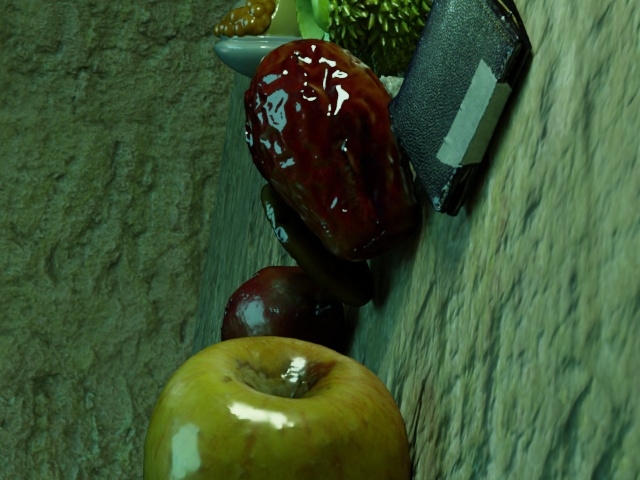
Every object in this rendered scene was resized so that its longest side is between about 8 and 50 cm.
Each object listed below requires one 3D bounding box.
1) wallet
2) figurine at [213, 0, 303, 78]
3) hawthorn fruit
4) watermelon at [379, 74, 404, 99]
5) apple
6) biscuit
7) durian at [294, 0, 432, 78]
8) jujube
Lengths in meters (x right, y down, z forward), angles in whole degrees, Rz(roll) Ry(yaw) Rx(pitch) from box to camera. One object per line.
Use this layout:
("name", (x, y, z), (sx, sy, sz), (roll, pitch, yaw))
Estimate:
("wallet", (0.156, -0.180, 1.487), (0.262, 0.071, 0.221), (-100, 29, -57))
("figurine", (-0.053, -0.493, 2.720), (0.382, 0.205, 0.224), (-58, 7, -1))
("hawthorn fruit", (-0.034, 0.117, 1.912), (0.235, 0.181, 0.181), (-32, 44, 52))
("watermelon", (0.078, -0.149, 1.827), (0.241, 0.094, 0.154), (132, 143, -63))
("apple", (-0.049, 0.260, 1.445), (0.299, 0.299, 0.275), (-101, 11, -65))
("biscuit", (0.000, 0.000, 1.775), (0.036, 0.212, 0.212), (-39, 25, 18))
("durian", (0.058, -0.309, 1.818), (0.237, 0.176, 0.200), (136, 139, -70))
("jujube", (0.013, -0.115, 1.679), (0.290, 0.197, 0.197), (63, 155, 17))
